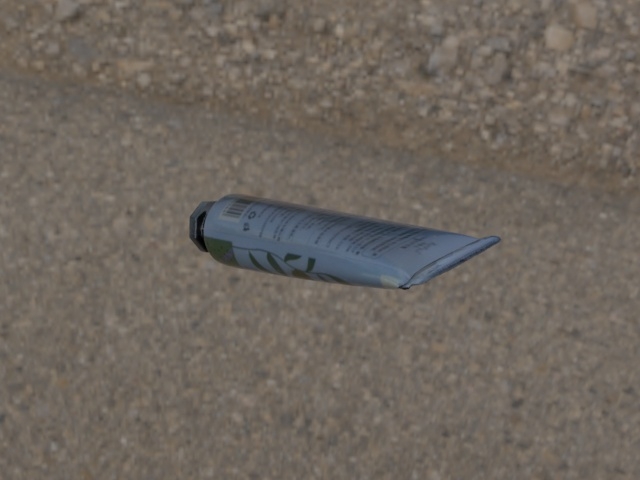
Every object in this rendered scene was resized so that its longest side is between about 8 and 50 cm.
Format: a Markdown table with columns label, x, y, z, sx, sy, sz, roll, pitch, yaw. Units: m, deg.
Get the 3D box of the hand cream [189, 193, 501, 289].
| label | x | y | z | sx | sy | sz | roll | pitch | yaw |
| --- | --- | --- | --- | --- | --- | --- | --- | --- | --- |
| hand cream | 0.000 | 0.000 | 0.865 | 0.088 | 0.055 | 0.256 | -21 | 18 | -40 |
